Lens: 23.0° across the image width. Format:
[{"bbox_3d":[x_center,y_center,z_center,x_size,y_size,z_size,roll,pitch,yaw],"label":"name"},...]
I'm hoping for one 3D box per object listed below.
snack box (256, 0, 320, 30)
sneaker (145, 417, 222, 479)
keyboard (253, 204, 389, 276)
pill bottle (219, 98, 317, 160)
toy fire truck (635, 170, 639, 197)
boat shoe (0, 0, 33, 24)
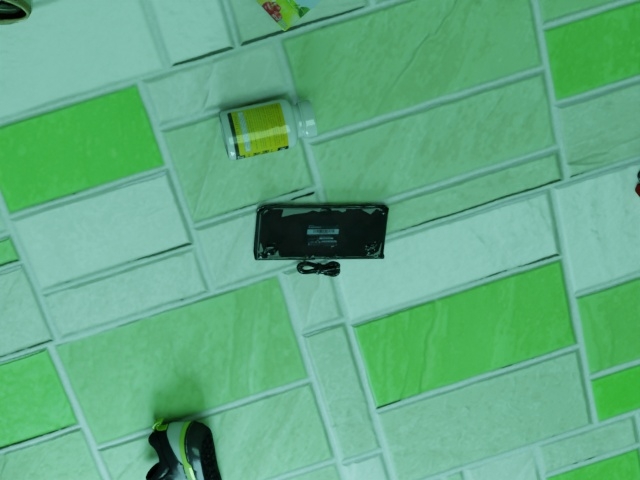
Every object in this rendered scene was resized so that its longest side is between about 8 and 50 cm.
[{"bbox_3d":[-0.052,-0.336,1.890,0.100,0.037,0.141,-40,121,10],"label":"snack box"},{"bbox_3d":[-0.199,0.345,2.258,0.097,0.084,0.234,4,121,12],"label":"sneaker"},{"bbox_3d":[0.000,0.000,2.115,0.180,0.023,0.108,0,114,-12],"label":"keyboard"},{"bbox_3d":[-0.066,-0.143,1.987,0.116,0.065,0.065,-13,122,-5],"label":"pill bottle"},{"bbox_3d":[0.510,-0.086,2.166,0.135,0.047,0.192,9,117,-18],"label":"toy fire truck"},{"bbox_3d":[-0.428,-0.279,1.816,0.190,0.072,0.068,-2,121,-12],"label":"boat shoe"}]
